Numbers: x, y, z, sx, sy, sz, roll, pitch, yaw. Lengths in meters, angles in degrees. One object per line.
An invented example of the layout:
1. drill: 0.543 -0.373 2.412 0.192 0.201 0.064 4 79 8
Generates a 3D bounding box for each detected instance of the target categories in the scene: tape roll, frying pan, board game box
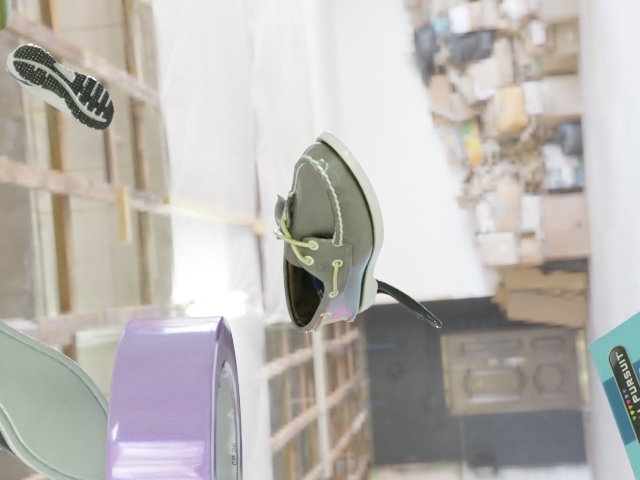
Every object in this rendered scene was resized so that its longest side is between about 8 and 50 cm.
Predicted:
1. tape roll: -0.128 0.207 1.128 0.275 0.090 0.274 -2 -90 -87
2. frying pan: 0.049 0.046 1.786 0.326 0.053 0.197 42 178 15
3. board game box: 0.558 0.172 1.700 0.079 0.336 0.253 24 -141 -34

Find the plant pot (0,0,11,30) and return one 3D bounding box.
1. plant pot: -0.237 -0.177 0.800 0.083 0.083 0.079 -86 -7 -54

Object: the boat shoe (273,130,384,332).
1. boat shoe: 0.003 0.003 1.316 0.109 0.091 0.305 50 161 28

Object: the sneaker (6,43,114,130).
1. sneaker: -0.229 -0.136 1.074 0.109 0.044 0.040 39 -107 -28

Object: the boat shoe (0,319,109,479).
1. boat shoe: -0.323 0.141 1.206 0.302 0.091 0.114 49 -128 -19
